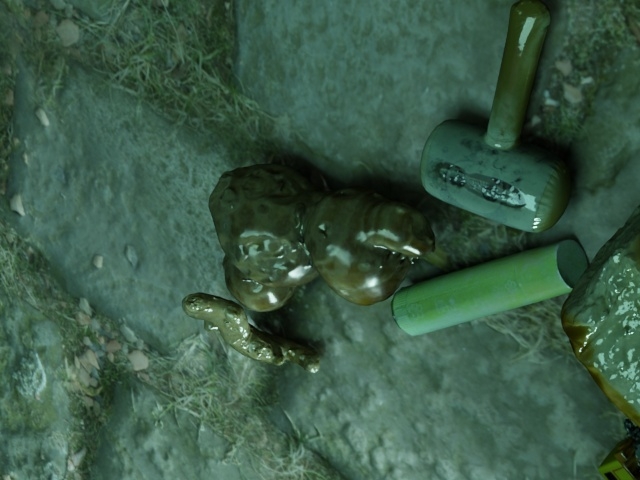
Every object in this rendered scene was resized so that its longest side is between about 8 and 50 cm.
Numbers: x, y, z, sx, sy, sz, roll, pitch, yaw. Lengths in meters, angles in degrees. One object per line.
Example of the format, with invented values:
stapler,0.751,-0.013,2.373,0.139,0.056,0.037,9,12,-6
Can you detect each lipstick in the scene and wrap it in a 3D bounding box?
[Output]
lipstick,0.226,0.068,2.096,0.304,0.076,0.076,-18,107,43

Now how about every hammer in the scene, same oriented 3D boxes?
hammer,0.235,-0.166,1.915,0.202,0.113,0.305,21,124,21

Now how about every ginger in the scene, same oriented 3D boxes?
ginger,0.000,0.000,2.160,0.375,0.176,0.256,0,136,34
ginger,-0.125,0.140,2.334,0.258,0.065,0.149,28,167,-36

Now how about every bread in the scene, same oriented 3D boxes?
bread,0.436,0.096,1.835,0.279,0.250,0.225,50,132,-5

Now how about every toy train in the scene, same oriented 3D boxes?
toy train,0.472,0.334,2.089,0.219,0.089,0.127,49,146,-3
